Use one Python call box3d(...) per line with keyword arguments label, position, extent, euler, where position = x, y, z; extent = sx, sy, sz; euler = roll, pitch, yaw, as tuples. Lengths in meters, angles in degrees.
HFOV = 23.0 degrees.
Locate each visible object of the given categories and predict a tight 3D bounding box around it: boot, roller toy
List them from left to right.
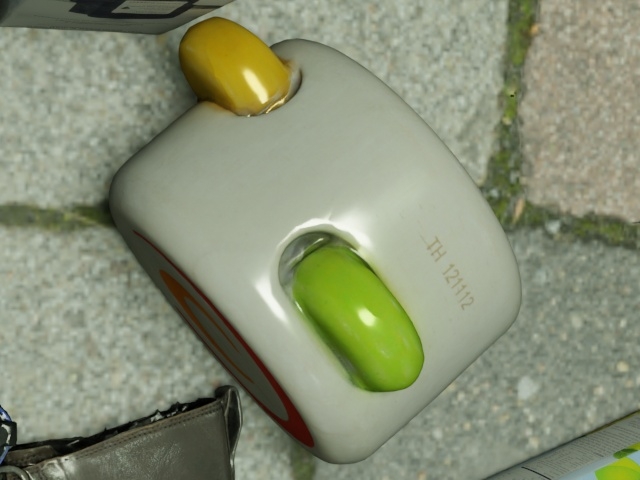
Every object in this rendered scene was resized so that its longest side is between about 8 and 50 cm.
box3d(label="boot", position=(-0.126, 0.215, 0.816), extent=(0.263, 0.091, 0.229), euler=(-24, 99, -31))
box3d(label="roller toy", position=(0.000, 0.000, 0.798), extent=(0.146, 0.191, 0.209), euler=(-41, 67, -12))

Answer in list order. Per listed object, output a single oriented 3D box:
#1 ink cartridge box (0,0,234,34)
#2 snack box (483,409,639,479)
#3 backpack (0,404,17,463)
box3d(label="ink cartridge box", position=(-0.090, -0.194, 0.736), extent=(0.100, 0.237, 0.172), euler=(0, 91, -18))
box3d(label="snack box", position=(0.155, 0.213, 0.919), extent=(0.207, 0.070, 0.175), euler=(-20, 98, -18))
box3d(label="backpack", position=(-0.257, 0.100, 0.752), extent=(0.173, 0.117, 0.158), euler=(35, 81, -17))
